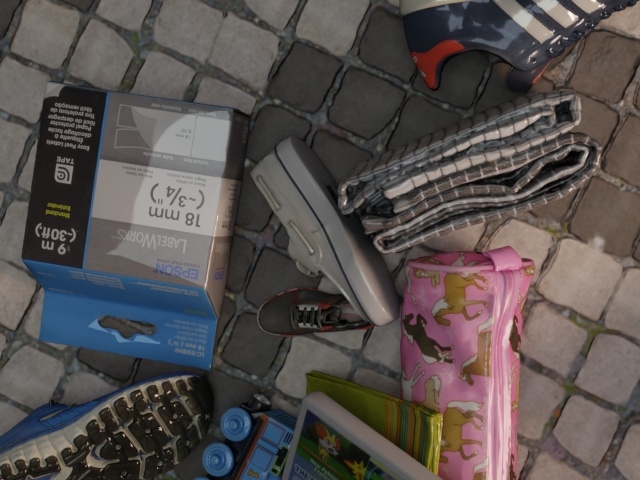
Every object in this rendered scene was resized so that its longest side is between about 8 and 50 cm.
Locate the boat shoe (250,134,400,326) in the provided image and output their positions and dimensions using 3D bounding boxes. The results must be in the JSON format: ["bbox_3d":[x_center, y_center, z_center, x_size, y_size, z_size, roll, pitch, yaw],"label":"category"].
[{"bbox_3d":[0.000,0.000,1.480,0.088,0.096,0.267,-36,76,19],"label":"boat shoe"}]

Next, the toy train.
[{"bbox_3d":[-0.091,0.285,1.511,0.105,0.080,0.184,28,95,19],"label":"toy train"}]

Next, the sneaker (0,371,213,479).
[{"bbox_3d":[-0.294,0.237,1.515,0.330,0.147,0.129,-21,116,-13],"label":"sneaker"}]

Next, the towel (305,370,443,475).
[{"bbox_3d":[0.055,0.227,1.447,0.237,0.021,0.102,12,98,51],"label":"towel"}]

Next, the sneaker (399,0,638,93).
[{"bbox_3d":[0.274,-0.254,1.438,0.350,0.131,0.148,-8,94,15],"label":"sneaker"}]

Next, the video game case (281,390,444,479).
[{"bbox_3d":[0.073,0.379,1.401,0.329,0.036,0.300,33,122,32],"label":"video game case"}]

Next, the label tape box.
[{"bbox_3d":[-0.234,-0.014,1.514,0.241,0.106,0.333,9,93,7],"label":"label tape box"}]

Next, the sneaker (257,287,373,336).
[{"bbox_3d":[-0.004,0.088,1.508,0.158,0.065,0.061,-7,91,7],"label":"sneaker"}]

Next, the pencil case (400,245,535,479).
[{"bbox_3d":[0.171,0.199,1.440,0.167,0.160,0.386,0,90,21],"label":"pencil case"}]

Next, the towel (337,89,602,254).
[{"bbox_3d":[0.170,-0.072,1.399,0.284,0.235,0.121,-23,95,8],"label":"towel"}]
